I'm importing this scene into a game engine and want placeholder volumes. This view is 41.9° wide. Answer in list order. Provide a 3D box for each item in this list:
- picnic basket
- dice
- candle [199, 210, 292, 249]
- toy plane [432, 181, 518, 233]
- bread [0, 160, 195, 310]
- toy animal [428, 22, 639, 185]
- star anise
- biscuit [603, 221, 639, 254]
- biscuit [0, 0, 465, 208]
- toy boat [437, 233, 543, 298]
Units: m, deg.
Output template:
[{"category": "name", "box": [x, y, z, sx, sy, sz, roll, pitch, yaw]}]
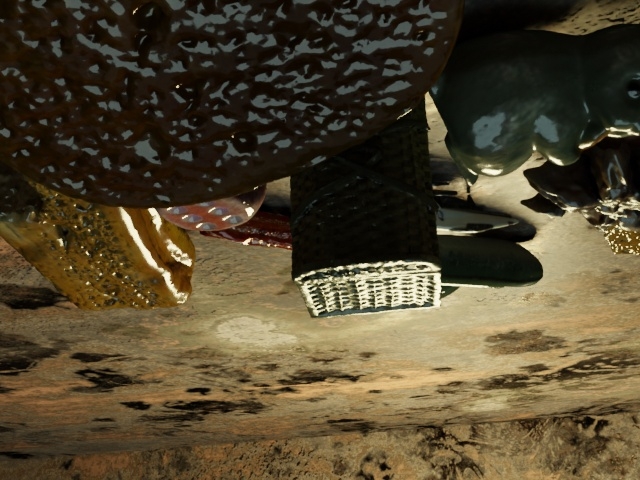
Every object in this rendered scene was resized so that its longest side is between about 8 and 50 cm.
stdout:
[{"category": "picnic basket", "box": [0.041, -0.044, 0.771, 0.134, 0.196, 0.154, -3, 158, 4]}, {"category": "dice", "box": [-0.114, -0.067, 0.838, 0.094, 0.091, 0.093, -13, 156, 27]}, {"category": "candle", "box": [0.000, 0.000, 1.071, 0.329, 0.051, 0.048, 9, 153, -26]}, {"category": "toy plane", "box": [0.117, -0.032, 0.988, 0.234, 0.082, 0.160, -11, 151, -18]}, {"category": "bread", "box": [-0.258, -0.024, 0.919, 0.185, 0.109, 0.380, 1, 157, 4]}, {"category": "toy animal", "box": [0.219, -0.132, 0.684, 0.251, 0.125, 0.127, -17, -177, 19]}, {"category": "star anise", "box": [0.335, -0.060, 0.922, 0.212, 0.073, 0.197, 11, 158, -34]}, {"category": "biscuit", "box": [0.454, -0.011, 1.122, 0.131, 0.026, 0.237, -11, 157, 26]}, {"category": "biscuit", "box": [-0.100, -0.164, 0.587, 0.394, 0.070, 0.350, -16, 141, 18]}, {"category": "toy boat", "box": [0.204, 0.039, 1.126, 0.261, 0.078, 0.085, 3, 120, -33]}]
